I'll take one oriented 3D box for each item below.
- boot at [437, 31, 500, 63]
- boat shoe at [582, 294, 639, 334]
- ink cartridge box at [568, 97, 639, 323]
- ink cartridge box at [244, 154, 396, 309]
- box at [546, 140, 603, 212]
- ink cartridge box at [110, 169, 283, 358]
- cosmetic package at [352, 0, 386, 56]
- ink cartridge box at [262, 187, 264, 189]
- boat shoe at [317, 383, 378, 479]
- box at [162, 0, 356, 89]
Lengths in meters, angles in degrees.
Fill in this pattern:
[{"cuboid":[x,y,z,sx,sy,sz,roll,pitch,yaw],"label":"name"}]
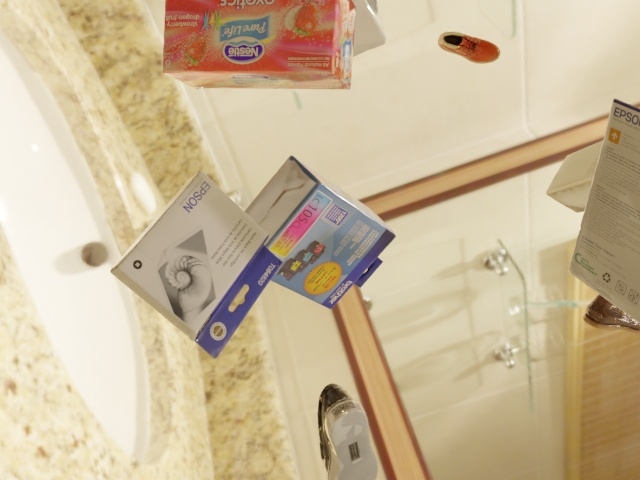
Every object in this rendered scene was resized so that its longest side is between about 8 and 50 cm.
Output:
[{"cuboid":[0.366,-0.474,1.603,0.084,0.158,0.059,-51,156,-78],"label":"boot"},{"cuboid":[0.669,0.160,1.433,0.073,0.207,0.073,45,-59,53],"label":"boat shoe"},{"cuboid":[0.542,-0.013,0.989,0.324,0.071,0.330,-129,-144,-52],"label":"ink cartridge box"},{"cuboid":[0.000,0.000,1.631,0.395,0.270,0.151,29,15,-47],"label":"ink cartridge box"},{"cuboid":[0.591,-0.137,1.380,0.094,0.113,0.275,31,-3,-1],"label":"box"},{"cuboid":[-0.182,0.039,1.059,0.224,0.223,0.045,44,-32,-19],"label":"ink cartridge box"},{"cuboid":[-0.012,-0.536,1.349,0.156,0.217,0.385,48,30,-47],"label":"cosmetic package"},{"cuboid":[-0.114,-0.054,1.861,0.180,0.104,0.060,36,-5,-29],"label":"ink cartridge box"},{"cuboid":[0.030,0.301,0.968,0.076,0.080,0.228,-129,-158,-49],"label":"boat shoe"},{"cuboid":[-0.102,-0.342,1.109,0.142,0.300,0.154,-8,103,-75],"label":"box"}]
